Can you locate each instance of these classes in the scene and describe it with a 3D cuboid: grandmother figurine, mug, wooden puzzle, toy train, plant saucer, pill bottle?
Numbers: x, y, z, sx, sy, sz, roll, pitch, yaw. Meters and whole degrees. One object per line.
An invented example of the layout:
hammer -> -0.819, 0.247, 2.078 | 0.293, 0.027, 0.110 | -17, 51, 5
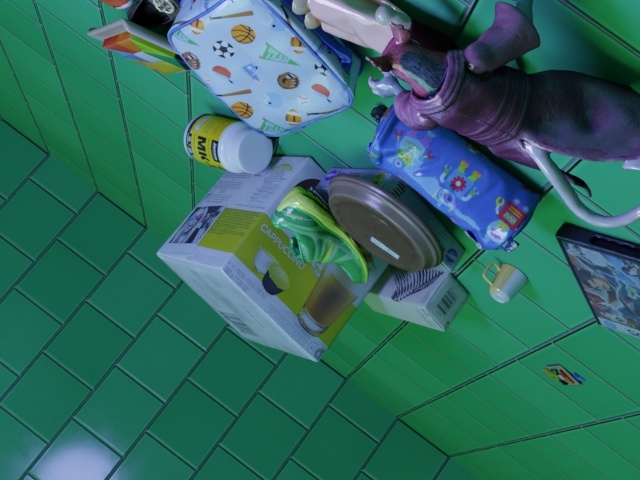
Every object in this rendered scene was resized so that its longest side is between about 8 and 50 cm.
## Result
grandmother figurine -> 0.125, -0.286, 1.371 | 0.342, 0.104, 0.208 | 29, -171, 18
mug -> 0.362, 0.086, 1.910 | 0.078, 0.064, 0.062 | 30, 162, 26
wooden puzzle -> 0.554, 0.311, 2.200 | 0.078, 0.014, 0.116 | 37, 163, 2
toy train -> 0.147, -0.180, 1.713 | 0.158, 0.027, 0.036 | 43, 166, -17
plant saucer -> 0.122, -0.027, 1.926 | 0.277, 0.041, 0.278 | 34, 163, 12
pill bottle -> -0.210, -0.219, 2.191 | 0.208, 0.119, 0.119 | 19, 155, 47
wooden puzzle -> -0.356, -0.397, 2.015 | 0.220, 0.044, 0.238 | 19, 177, -32

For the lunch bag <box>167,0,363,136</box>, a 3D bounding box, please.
lunch bag -> -0.079, -0.309, 1.578 | 0.243, 0.115, 0.303 | -20, 133, 38

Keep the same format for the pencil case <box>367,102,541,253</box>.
pencil case -> 0.216, -0.104, 1.595 | 0.306, 0.133, 0.119 | 38, -163, 3

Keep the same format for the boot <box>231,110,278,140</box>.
boot -> -0.170, -0.309, 1.946 | 0.161, 0.083, 0.246 | 34, 162, 34

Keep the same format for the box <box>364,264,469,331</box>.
box -> 0.209, 0.121, 2.242 | 0.094, 0.113, 0.275 | 48, 160, -28

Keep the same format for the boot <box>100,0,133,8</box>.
boot -> -0.454, -0.518, 2.013 | 0.158, 0.059, 0.084 | 18, 159, 47

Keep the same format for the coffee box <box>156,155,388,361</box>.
coffee box -> -0.103, 0.030, 2.249 | 0.338, 0.334, 0.338 | 47, 160, -27

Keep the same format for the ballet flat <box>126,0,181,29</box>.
ballet flat -> -0.336, -0.458, 1.920 | 0.084, 0.058, 0.250 | 45, 162, -23

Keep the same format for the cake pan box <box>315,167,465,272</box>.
cake pan box -> 0.148, -0.041, 2.015 | 0.267, 0.070, 0.245 | 46, 164, -25

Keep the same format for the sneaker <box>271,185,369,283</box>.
sneaker -> 0.000, 0.000, 2.066 | 0.295, 0.123, 0.109 | 45, -166, -35

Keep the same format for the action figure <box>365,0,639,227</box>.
action figure -> 0.209, -0.153, 1.176 | 0.370, 0.276, 0.248 | 14, 141, -29

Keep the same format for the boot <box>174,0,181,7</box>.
boot -> -0.193, -0.437, 1.611 | 0.246, 0.094, 0.207 | 43, 168, 3

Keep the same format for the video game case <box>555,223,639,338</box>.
video game case -> 0.542, 0.095, 1.611 | 0.248, 0.035, 0.275 | 21, 157, 45
